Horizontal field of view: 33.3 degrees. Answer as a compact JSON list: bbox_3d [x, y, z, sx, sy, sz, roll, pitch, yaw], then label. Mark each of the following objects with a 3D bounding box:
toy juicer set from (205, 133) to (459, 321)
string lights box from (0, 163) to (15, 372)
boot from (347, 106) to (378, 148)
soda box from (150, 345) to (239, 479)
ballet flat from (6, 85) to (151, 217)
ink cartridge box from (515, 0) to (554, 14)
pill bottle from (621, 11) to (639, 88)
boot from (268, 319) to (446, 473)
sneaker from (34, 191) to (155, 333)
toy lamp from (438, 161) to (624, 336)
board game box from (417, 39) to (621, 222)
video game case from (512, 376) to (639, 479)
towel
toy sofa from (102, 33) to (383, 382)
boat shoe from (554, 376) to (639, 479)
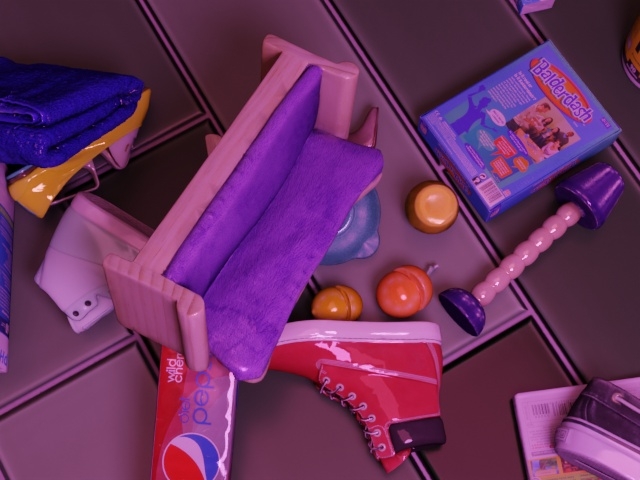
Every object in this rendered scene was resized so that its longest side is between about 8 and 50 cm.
[{"bbox_3d":[0.000,0.000,1.347,0.329,0.089,0.209,12,90,1],"label":"toy juicer set"},{"bbox_3d":[-0.428,0.024,1.308,0.077,0.133,0.260,-2,72,-2],"label":"string lights box"},{"bbox_3d":[0.029,-0.123,1.400,0.087,0.042,0.118,6,72,5],"label":"boot"},{"bbox_3d":[-0.143,0.203,1.237,0.092,0.083,0.263,5,88,-1],"label":"soda box"},{"bbox_3d":[-0.296,-0.110,1.383,0.231,0.077,0.077,-40,101,-24],"label":"ballet flat"},{"bbox_3d":[0.288,-0.359,1.480,0.048,0.028,0.083,-14,72,-4],"label":"ink cartridge box"},{"bbox_3d":[0.465,-0.276,1.358,0.119,0.208,0.119,0,72,1],"label":"pill bottle"},{"bbox_3d":[0.027,0.188,1.278,0.244,0.088,0.176,0,74,-3],"label":"boot"},{"bbox_3d":[-0.227,0.068,1.327,0.256,0.094,0.151,33,98,-3],"label":"sneaker"},{"bbox_3d":[0.269,0.005,1.340,0.274,0.080,0.080,-40,76,-9],"label":"toy lamp"},{"bbox_3d":[0.258,-0.145,1.401,0.210,0.047,0.160,-31,74,-9],"label":"board game box"},{"bbox_3d":[0.359,0.271,1.278,0.227,0.026,0.206,-7,72,-3],"label":"video game case"},{"bbox_3d":[-0.401,-0.177,1.310,0.308,0.076,0.227,11,32,20],"label":"towel"},{"bbox_3d":[-0.066,-0.037,1.182,0.177,0.150,0.362,26,62,11],"label":"toy sofa"},{"bbox_3d":[0.436,0.257,1.204,0.335,0.121,0.119,26,78,10],"label":"boat shoe"}]
